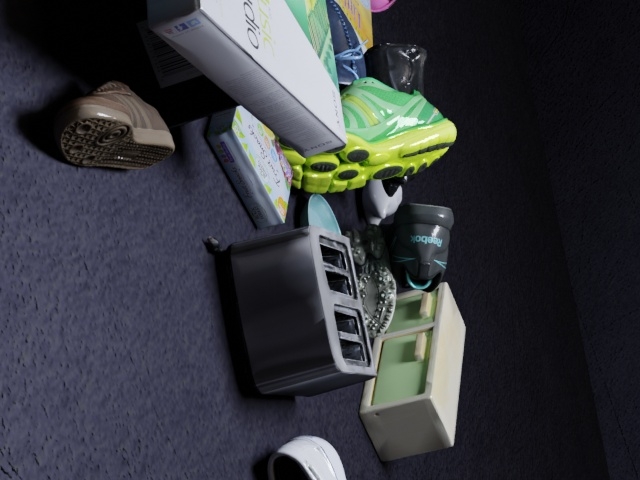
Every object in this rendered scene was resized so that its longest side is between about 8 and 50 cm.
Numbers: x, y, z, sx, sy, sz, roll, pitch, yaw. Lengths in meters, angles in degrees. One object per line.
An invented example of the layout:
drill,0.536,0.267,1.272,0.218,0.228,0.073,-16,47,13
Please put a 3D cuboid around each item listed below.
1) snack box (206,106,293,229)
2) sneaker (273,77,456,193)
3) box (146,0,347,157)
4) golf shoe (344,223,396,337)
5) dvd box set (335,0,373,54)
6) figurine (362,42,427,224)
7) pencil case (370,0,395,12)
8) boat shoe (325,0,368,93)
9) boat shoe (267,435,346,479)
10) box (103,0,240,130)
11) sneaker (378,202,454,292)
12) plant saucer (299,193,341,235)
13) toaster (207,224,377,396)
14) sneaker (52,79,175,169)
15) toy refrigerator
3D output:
snack box,-0.078,-0.098,1.537,0.100,0.037,0.141,-80,149,-49
sneaker,0.039,-0.138,1.714,0.295,0.109,0.123,-8,55,-41
box,-0.073,-0.242,1.296,0.322,0.058,0.232,37,41,-61
golf shoe,0.077,0.065,1.821,0.086,0.069,0.176,61,23,-51
dvd box set,-0.012,-0.484,1.999,0.307,0.062,0.420,51,29,-47
figurine,0.093,-0.139,1.913,0.215,0.092,0.209,113,-22,-67
pencil case,0.093,-0.483,2.272,0.098,0.095,0.209,38,34,-29
boat shoe,0.025,-0.211,1.813,0.089,0.109,0.258,-3,76,-82
boat shoe,0.003,0.330,1.375,0.258,0.095,0.084,66,21,8
box,-0.120,-0.217,1.402,0.207,0.108,0.153,-54,126,-67
sneaker,0.124,0.022,1.888,0.267,0.101,0.106,99,-5,-79
plant saucer,0.000,0.000,1.712,0.119,0.021,0.119,-16,90,-71
toaster,-0.024,0.076,1.444,0.186,0.110,0.168,21,55,-67
sneaker,-0.195,-0.109,1.197,0.071,0.066,0.188,61,10,13
toy refrigerator,0.127,0.169,1.821,0.269,0.102,0.094,-72,143,-58
